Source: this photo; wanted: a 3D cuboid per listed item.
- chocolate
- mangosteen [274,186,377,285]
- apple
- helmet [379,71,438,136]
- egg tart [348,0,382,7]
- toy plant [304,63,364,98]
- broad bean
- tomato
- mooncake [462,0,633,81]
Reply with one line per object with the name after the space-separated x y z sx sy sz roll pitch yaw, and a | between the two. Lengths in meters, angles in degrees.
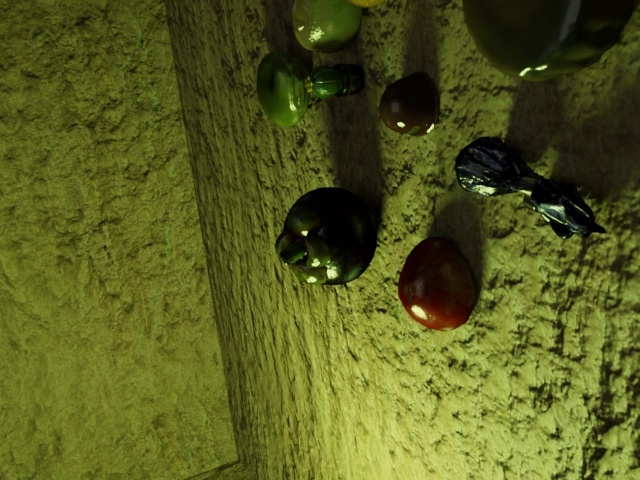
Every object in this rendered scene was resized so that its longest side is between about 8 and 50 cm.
0.416 -0.094 1.305 0.343 0.126 0.148 39 175 48 | chocolate
0.009 -0.006 1.957 0.300 0.300 0.301 38 135 52 | mangosteen
0.020 -0.605 1.775 0.120 0.193 0.265 39 133 37 | apple
0.194 -0.322 1.644 0.175 0.106 0.155 176 82 -68 | helmet
0.116 -0.644 1.551 0.171 0.215 0.215 150 105 -75 | egg tart
0.034 -0.432 1.842 0.092 0.162 0.093 37 134 51 | toy plant
-0.120 -0.490 2.179 0.238 0.119 0.291 64 155 5 | broad bean
0.265 0.111 1.663 0.200 0.139 0.233 -51 56 51 | tomato
0.387 -0.419 1.143 0.290 0.161 0.291 33 129 54 | mooncake
